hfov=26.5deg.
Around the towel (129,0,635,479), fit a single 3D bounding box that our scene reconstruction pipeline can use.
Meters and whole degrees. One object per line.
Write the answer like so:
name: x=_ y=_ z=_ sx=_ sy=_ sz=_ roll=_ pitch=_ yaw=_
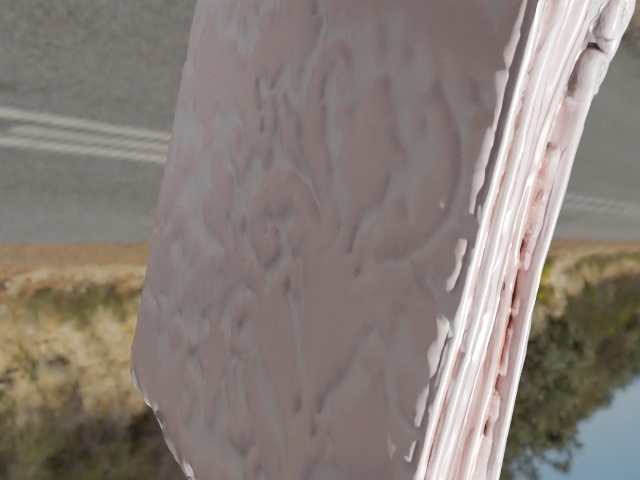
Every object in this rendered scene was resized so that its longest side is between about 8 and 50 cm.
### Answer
towel: x=0.000 y=0.000 z=0.613 sx=0.053 sy=0.317 sz=0.332 roll=5 pitch=-162 yaw=-25
